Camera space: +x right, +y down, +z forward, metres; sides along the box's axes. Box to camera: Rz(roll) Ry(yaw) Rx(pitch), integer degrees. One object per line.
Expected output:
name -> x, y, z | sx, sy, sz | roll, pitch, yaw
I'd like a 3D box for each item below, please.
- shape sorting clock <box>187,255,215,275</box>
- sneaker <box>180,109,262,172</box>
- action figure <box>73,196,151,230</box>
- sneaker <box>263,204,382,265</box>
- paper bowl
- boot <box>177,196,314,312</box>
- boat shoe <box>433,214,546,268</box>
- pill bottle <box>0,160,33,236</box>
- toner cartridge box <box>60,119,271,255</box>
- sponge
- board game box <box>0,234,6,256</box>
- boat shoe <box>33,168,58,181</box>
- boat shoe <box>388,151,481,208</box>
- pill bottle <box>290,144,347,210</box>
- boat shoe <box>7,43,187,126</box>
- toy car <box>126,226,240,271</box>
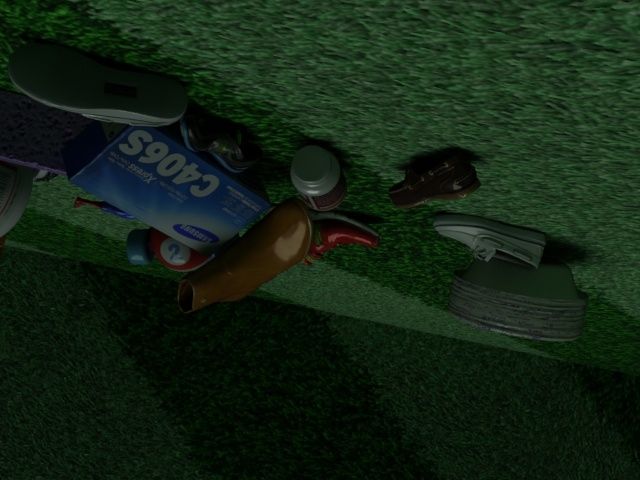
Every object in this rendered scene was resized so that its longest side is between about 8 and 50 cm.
shape sorting clock -> -0.229, -0.004, 2.081 | 0.040, 0.206, 0.206 | 38, 162, -14
sneaker -> -0.164, -0.171, 1.554 | 0.078, 0.067, 0.188 | -20, 152, 27
action figure -> -0.440, -0.067, 2.231 | 0.280, 0.091, 0.139 | 16, 161, -16
sneaker -> 0.000, 0.000, 2.052 | 0.279, 0.118, 0.107 | 7, 168, 22
paper bowl -> 0.415, 0.106, 1.975 | 0.284, 0.148, 0.284 | 8, -171, -1
boot -> -0.146, 0.042, 1.733 | 0.211, 0.104, 0.295 | -23, 162, -34
boat shoe -> 0.330, 0.003, 1.854 | 0.226, 0.076, 0.083 | 10, 168, 4
pill bottle -> -0.767, -0.154, 1.771 | 0.229, 0.229, 0.407 | 3, 166, 35
toner cartridge box -> -0.254, -0.104, 1.612 | 0.165, 0.075, 0.348 | -37, 142, 17
sponge -> -0.501, -0.187, 1.629 | 0.210, 0.117, 0.031 | 14, 170, -14
board game box -> -1.001, -0.003, 2.418 | 0.356, 0.356, 0.356 | 15, 168, -18
boat shoe -> -0.570, -0.158, 1.963 | 0.076, 0.080, 0.228 | -3, 173, -26
boat shoe -> 0.176, -0.102, 1.534 | 0.073, 0.073, 0.207 | 55, 149, -14
pill bottle -> -0.004, -0.108, 1.607 | 0.086, 0.086, 0.152 | 9, 169, 10
boat shoe -> -0.329, -0.214, 1.388 | 0.258, 0.095, 0.084 | 16, 164, -16
toy car -> -0.282, -0.073, 1.823 | 0.219, 0.210, 0.238 | -1, 154, 9
